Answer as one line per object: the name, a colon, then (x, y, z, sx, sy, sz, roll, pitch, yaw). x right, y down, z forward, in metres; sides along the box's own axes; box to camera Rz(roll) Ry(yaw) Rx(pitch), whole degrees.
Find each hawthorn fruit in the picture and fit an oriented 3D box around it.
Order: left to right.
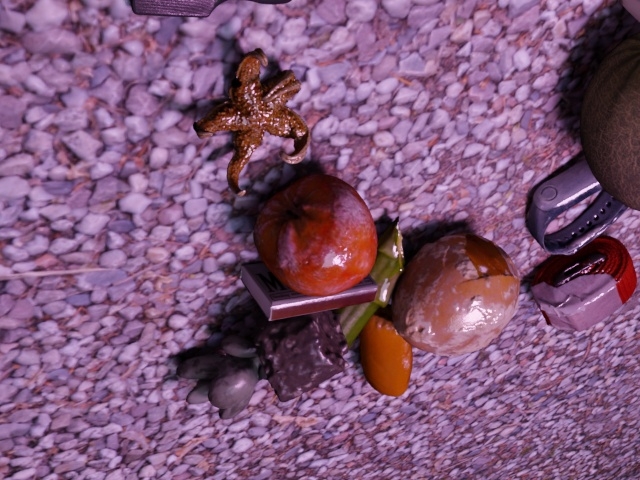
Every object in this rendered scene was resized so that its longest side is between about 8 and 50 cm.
hawthorn fruit: (0.000, 0.000, 1.142, 0.173, 0.173, 0.172, -18, 139, -17)

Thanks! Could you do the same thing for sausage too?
sausage: (0.120, 0.201, 1.485, 0.098, 0.098, 0.238, -21, 138, -13)

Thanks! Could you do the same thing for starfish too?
starfish: (-0.085, -0.150, 0.998, 0.146, 0.074, 0.189, -24, 140, -12)

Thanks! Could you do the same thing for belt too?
belt: (0.501, 0.078, 1.578, 0.201, 0.128, 0.124, -35, 140, 6)

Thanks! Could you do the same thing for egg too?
egg: (0.219, 0.090, 1.353, 0.233, 0.195, 0.194, -23, 141, -26)

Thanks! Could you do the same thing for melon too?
melon: (0.510, -0.177, 1.233, 0.238, 0.237, 0.301, -31, 136, -2)

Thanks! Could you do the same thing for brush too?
brush: (-0.112, -0.271, 0.900, 0.194, 0.016, 0.062, -5, 134, -29)

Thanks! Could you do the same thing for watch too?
watch: (0.464, -0.064, 1.457, 0.206, 0.068, 0.193, -34, 144, 8)

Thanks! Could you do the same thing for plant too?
plant: (-0.095, 0.184, 1.295, 0.275, 0.149, 0.146, -29, 101, 22)

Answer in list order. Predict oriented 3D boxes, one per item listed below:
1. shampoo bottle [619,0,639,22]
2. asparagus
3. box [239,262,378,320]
shampoo bottle: (0.500, -0.369, 0.959, 0.317, 0.322, 0.322, -38, 141, 22)
asparagus: (0.059, 0.101, 1.357, 0.085, 0.082, 0.343, 31, 115, -9)
box: (-0.018, 0.063, 1.233, 0.178, 0.115, 0.035, -8, 123, -27)
